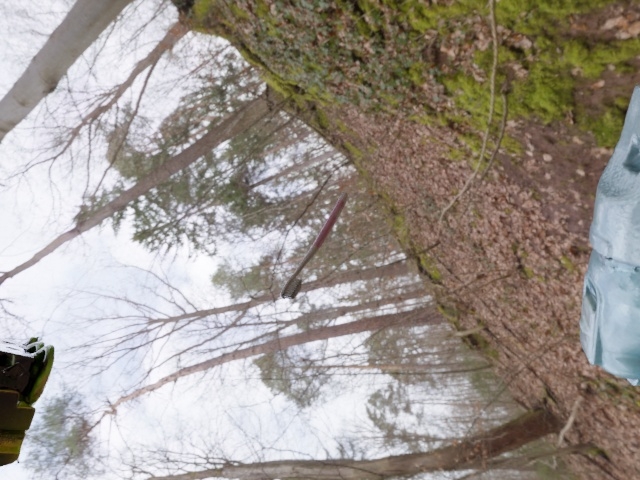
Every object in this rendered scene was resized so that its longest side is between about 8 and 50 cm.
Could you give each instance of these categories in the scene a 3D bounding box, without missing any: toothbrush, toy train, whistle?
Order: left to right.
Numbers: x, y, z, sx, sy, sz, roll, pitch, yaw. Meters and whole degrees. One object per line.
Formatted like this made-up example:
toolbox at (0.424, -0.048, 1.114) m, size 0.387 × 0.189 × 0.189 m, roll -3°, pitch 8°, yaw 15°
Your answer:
toy train at (-0.462, 0.205, 0.580) m, size 0.100 × 0.296 × 0.161 m, roll 24°, pitch -111°, yaw -35°
toothbrush at (0.000, 0.000, 0.750) m, size 0.287 × 0.025 × 0.020 m, roll -60°, pitch -34°, yaw -41°
whistle at (0.263, 0.014, 0.329) m, size 0.186 × 0.092 × 0.274 m, roll -68°, pitch -34°, yaw -57°
